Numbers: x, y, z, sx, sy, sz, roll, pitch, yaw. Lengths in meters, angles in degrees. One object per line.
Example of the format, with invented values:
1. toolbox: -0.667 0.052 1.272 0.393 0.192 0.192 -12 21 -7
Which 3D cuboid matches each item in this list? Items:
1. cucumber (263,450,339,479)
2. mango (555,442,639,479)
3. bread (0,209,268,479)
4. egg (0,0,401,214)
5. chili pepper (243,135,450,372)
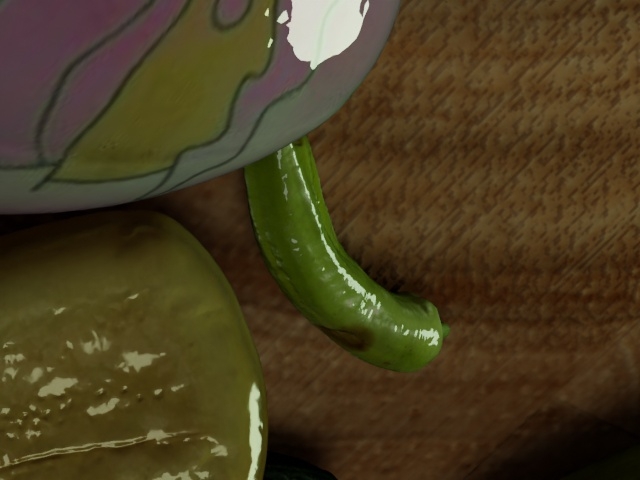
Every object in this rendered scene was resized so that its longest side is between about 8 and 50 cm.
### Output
1. cucumber: -0.095 0.127 0.853 0.241 0.074 0.074 -1 131 -23
2. mango: 0.188 0.183 0.965 0.273 0.149 0.185 -27 134 -3
3. bread: -0.131 0.075 0.754 0.217 0.147 0.098 -13 177 -12
4. egg: -0.097 -0.099 0.553 0.271 0.196 0.196 21 121 -24
5. chili pepper: -0.001 0.001 0.795 0.049 0.043 0.208 -21 136 16
